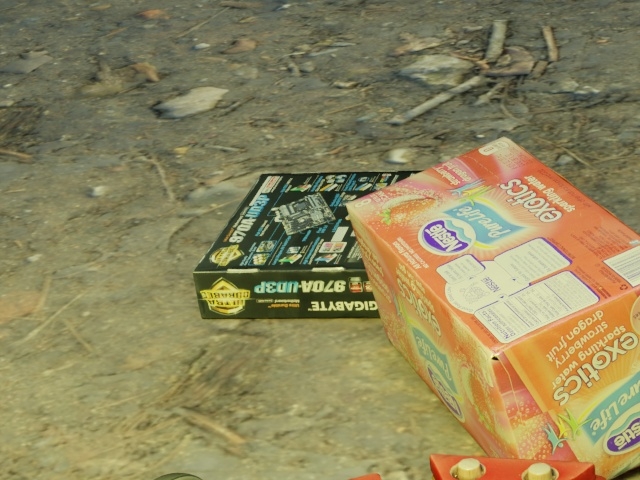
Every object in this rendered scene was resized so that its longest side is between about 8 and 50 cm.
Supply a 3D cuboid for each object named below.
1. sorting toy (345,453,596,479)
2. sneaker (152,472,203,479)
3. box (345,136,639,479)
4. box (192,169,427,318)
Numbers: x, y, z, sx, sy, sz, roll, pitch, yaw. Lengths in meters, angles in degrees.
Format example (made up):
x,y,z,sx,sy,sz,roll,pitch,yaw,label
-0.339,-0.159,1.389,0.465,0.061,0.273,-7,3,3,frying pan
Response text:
x,y,z,sx,sy,sz,roll,pitch,yaw,label
0.086,0.218,1.027,0.256,0.089,0.257,-12,24,-8,sorting toy
-0.162,0.248,1.071,0.106,0.101,0.267,-18,15,40,sneaker
0.149,0.052,1.286,0.154,0.142,0.300,-23,27,-11,box
0.000,0.000,1.579,0.175,0.051,0.220,-1,25,16,box
